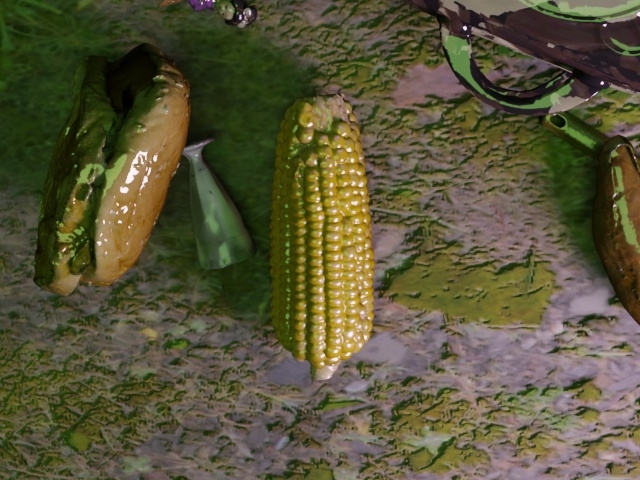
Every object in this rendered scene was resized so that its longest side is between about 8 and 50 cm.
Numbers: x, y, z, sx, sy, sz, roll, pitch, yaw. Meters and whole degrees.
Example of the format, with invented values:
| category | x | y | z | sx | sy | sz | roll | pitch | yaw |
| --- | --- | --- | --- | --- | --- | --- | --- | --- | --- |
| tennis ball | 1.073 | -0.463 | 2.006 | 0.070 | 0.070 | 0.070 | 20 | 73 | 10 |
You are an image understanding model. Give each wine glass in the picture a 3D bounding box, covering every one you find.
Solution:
| category | x | y | z | sx | sy | sz | roll | pitch | yaw |
| --- | --- | --- | --- | --- | --- | --- | --- | --- | --- |
| wine glass | -0.133 | -0.045 | 1.315 | 0.073 | 0.073 | 0.155 | -15 | 102 | 9 |

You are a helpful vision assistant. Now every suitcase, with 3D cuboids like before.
| category | x | y | z | sx | sy | sz | roll | pitch | yaw |
| --- | --- | --- | --- | --- | --- | --- | --- | --- | --- |
| suitcase | 0.253 | -0.303 | 1.154 | 0.351 | 0.194 | 0.339 | 21 | 111 | 2 |

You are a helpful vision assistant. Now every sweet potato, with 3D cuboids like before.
| category | x | y | z | sx | sy | sz | roll | pitch | yaw |
| --- | --- | --- | --- | --- | --- | --- | --- | --- | --- |
| sweet potato | 0.386 | 0.013 | 1.272 | 0.112 | 0.085 | 0.286 | -27 | 97 | -4 |

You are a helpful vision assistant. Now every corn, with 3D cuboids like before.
| category | x | y | z | sx | sy | sz | roll | pitch | yaw |
| --- | --- | --- | --- | --- | --- | --- | --- | --- | --- |
| corn | 0.000 | 0.000 | 1.285 | 0.130 | 0.130 | 0.347 | 0 | 102 | 6 |

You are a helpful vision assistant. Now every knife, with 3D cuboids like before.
| category | x | y | z | sx | sy | sz | roll | pitch | yaw |
| --- | --- | --- | --- | --- | --- | --- | --- | --- | --- |
| knife | 0.413 | -0.071 | 1.275 | 0.343 | 0.027 | 0.061 | 33 | 100 | -2 |

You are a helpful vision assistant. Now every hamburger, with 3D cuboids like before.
| category | x | y | z | sx | sy | sz | roll | pitch | yaw |
| --- | --- | --- | --- | --- | --- | --- | --- | --- | --- |
| hamburger | -0.234 | -0.080 | 1.223 | 0.134 | 0.265 | 0.285 | 10 | 112 | -23 |

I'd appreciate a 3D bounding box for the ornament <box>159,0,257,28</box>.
| category | x | y | z | sx | sy | sz | roll | pitch | yaw |
| --- | --- | --- | --- | --- | --- | --- | --- | --- | --- |
| ornament | -0.167 | -0.305 | 1.251 | 0.203 | 0.081 | 0.088 | 26 | 105 | -1 |
